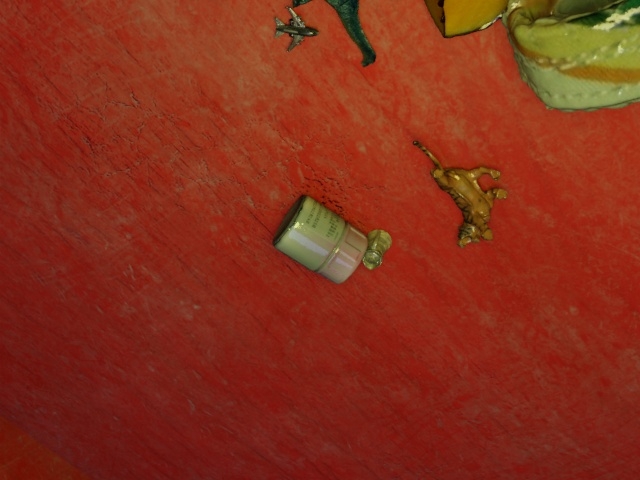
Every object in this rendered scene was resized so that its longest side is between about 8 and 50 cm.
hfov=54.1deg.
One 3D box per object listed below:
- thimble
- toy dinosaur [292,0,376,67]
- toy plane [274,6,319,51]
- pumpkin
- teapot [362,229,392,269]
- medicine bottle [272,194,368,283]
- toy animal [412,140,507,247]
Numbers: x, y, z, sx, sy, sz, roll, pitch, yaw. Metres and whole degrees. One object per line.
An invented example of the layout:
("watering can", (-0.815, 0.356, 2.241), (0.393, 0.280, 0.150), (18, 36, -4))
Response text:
("thimble", (0.414, -0.311, 0.900), (0.288, 0.254, 0.167), (-7, 131, 33))
("toy dinosaur", (0.023, -0.447, 1.014), (0.147, 0.076, 0.363), (0, 132, 1))
("toy plane", (-0.042, -0.373, 1.108), (0.083, 0.031, 0.078), (8, 127, 8))
("pumpkin", (0.213, -0.467, 0.913), (0.169, 0.148, 0.312), (-24, 153, 8))
("teapot", (0.118, 0.018, 1.328), (0.057, 0.083, 0.067), (12, 130, 11))
("medicine bottle", (0.000, 0.000, 1.311), (0.168, 0.135, 0.135), (33, 127, -11))
("toy animal", (0.263, -0.108, 1.206), (0.255, 0.114, 0.116), (49, 165, -17))
